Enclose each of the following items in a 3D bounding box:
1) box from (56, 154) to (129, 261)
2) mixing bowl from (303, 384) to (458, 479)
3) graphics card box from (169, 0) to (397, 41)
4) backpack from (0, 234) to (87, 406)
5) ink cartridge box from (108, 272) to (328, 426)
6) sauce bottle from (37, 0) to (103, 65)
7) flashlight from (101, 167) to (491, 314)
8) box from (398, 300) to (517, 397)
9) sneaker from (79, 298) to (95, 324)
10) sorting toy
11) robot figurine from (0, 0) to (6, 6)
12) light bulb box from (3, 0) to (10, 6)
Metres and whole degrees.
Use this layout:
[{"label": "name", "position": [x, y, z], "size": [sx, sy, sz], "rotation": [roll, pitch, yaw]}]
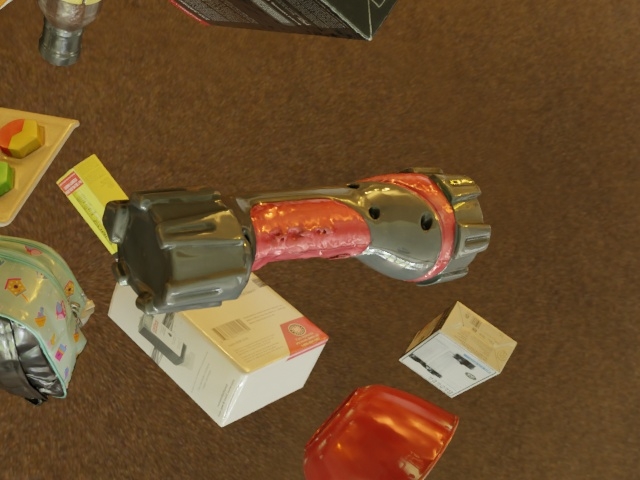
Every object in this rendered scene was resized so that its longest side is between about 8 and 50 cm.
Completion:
[{"label": "box", "position": [-0.388, -0.042, 1.512], "size": [0.232, 0.087, 0.058], "rotation": [56, 48, -11]}, {"label": "mixing bowl", "position": [0.047, 0.218, 0.839], "size": [0.098, 0.181, 0.181], "rotation": [42, 75, 6]}, {"label": "graphics card box", "position": [-0.099, -0.242, 0.536], "size": [0.232, 0.371, 0.094], "rotation": [35, 91, -26]}, {"label": "backpack", "position": [-0.337, 0.073, 0.839], "size": [0.165, 0.188, 0.145], "rotation": [9, 61, 5]}, {"label": "ink cartridge box", "position": [-0.127, 0.104, 0.985], "size": [0.218, 0.092, 0.158], "rotation": [39, 30, 25]}, {"label": "sauce bottle", "position": [-0.382, -0.412, 1.245], "size": [0.111, 0.344, 0.111], "rotation": [15, 51, -19]}, {"label": "flashlight", "position": [0.000, 0.000, 0.614], "size": [0.304, 0.103, 0.103], "rotation": [-9, 85, -42]}, {"label": "box", "position": [0.313, 0.261, 1.885], "size": [0.169, 0.290, 0.087], "rotation": [36, 65, 1]}, {"label": "sneaker", "position": [-0.479, 0.166, 1.365], "size": [0.115, 0.281, 0.105], "rotation": [-21, 90, -49]}, {"label": "sorting toy", "position": [-0.450, -0.112, 1.068], "size": [0.192, 0.038, 0.208], "rotation": [11, 51, 15]}, {"label": "robot figurine", "position": [-0.338, -0.262, 0.725], "size": [0.211, 0.085, 0.291], "rotation": [21, 63, 24]}, {"label": "light bulb box", "position": [-0.798, -0.451, 1.426], "size": [0.361, 0.358, 0.225], "rotation": [-42, 93, -5]}]
